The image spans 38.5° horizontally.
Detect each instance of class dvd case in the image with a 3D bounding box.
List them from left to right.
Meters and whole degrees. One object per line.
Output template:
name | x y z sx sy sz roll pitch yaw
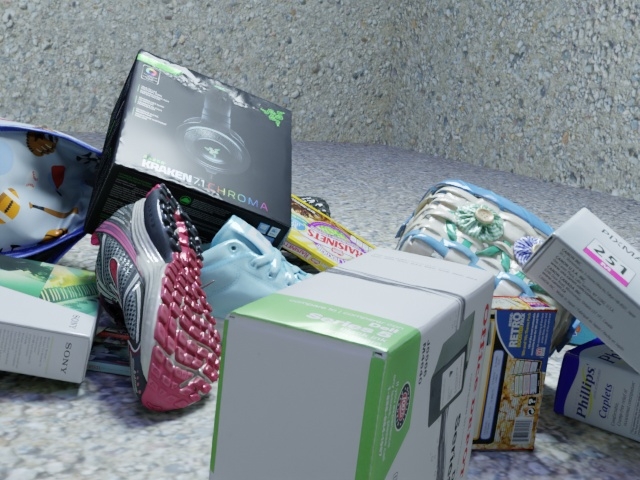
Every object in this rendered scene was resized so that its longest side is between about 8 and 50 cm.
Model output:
dvd case | -0.221 0.124 1.031 0.087 0.013 0.119 7 11 6

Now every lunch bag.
lunch bag | -0.516 -0.079 1.323 0.385 0.239 0.327 -13 20 -40

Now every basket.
basket | 0.203 0.047 1.098 0.254 0.201 0.289 33 25 10

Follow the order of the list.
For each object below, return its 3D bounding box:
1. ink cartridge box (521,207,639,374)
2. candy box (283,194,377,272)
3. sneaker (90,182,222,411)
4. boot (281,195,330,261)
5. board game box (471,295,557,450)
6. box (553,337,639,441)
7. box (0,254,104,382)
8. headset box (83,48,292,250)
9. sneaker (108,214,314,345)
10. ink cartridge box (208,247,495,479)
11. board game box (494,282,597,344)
ink cartridge box | 0.363 0.073 0.959 0.275 0.060 0.239 43 31 13
candy box | 0.000 0.000 1.405 0.205 0.027 0.105 32 38 -15
sneaker | -0.182 0.069 0.987 0.112 0.121 0.299 -27 38 8
boot | -0.104 -0.010 1.462 0.260 0.131 0.348 13 19 -13
board game box | 0.119 0.125 0.873 0.193 0.147 0.045 4 12 -15
box | 0.347 0.162 1.005 0.137 0.072 0.126 15 14 37
box | -0.397 0.060 0.980 0.321 0.059 0.232 13 11 -12
headset box | -0.172 -0.108 1.271 0.246 0.131 0.283 20 39 -18
sneaker | -0.079 0.050 1.127 0.365 0.150 0.135 6 12 -3
ink cartridge box | 0.034 0.128 0.678 0.114 0.199 0.273 11 13 23
board game box | 0.330 0.103 1.345 0.210 0.047 0.160 8 11 9
